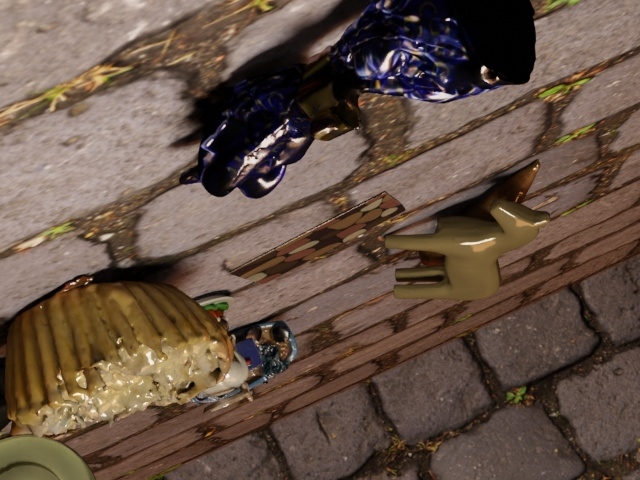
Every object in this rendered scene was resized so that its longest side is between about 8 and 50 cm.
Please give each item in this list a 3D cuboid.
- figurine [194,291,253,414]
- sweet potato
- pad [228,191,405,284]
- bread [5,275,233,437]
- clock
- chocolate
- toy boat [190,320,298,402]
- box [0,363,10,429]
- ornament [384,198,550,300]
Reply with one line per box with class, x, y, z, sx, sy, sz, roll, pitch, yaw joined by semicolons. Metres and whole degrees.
figurine;-0.154;0.165;1.788;0.132;0.153;0.132;-23;167;-6
sweet potato;0.245;-0.030;1.973;0.067;0.059;0.281;-28;172;-35
pad;0.000;0.000;1.756;0.235;0.003;0.158;-28;167;10
bread;-0.240;0.135;1.521;0.274;0.149;0.274;-18;167;-4
clock;-0.467;0.425;2.064;0.235;0.235;0.029;-24;168;-6
chocolate;0.003;-0.120;1.069;0.343;0.126;0.148;-24;-153;30
toy boat;-0.141;0.199;2.069;0.223;0.100;0.097;-23;177;-17
box;-0.525;0.251;1.624;0.290;0.073;0.289;-15;165;-38
ornament;0.219;0.012;1.929;0.245;0.061;0.230;-1;145;12
